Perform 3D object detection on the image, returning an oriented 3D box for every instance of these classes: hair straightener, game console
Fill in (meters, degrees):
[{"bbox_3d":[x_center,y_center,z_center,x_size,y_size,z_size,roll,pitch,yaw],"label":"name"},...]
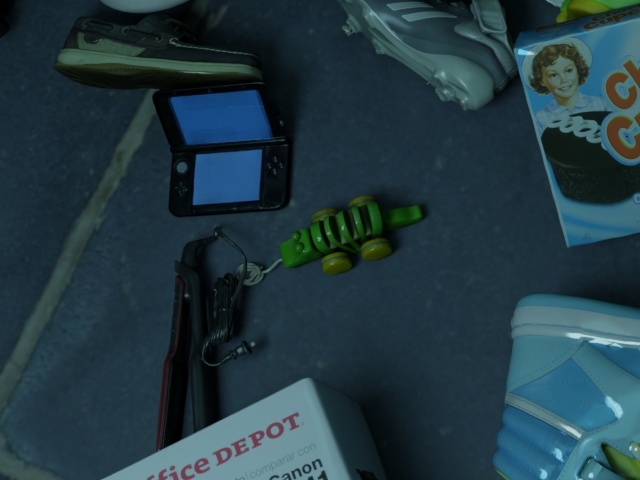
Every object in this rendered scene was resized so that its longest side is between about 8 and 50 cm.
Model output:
[{"bbox_3d":[-0.097,0.094,1.670,0.089,0.047,0.230,-3,68,19],"label":"hair straightener"},{"bbox_3d":[-0.096,-0.085,1.707,0.122,0.071,0.107,-3,71,20],"label":"game console"}]

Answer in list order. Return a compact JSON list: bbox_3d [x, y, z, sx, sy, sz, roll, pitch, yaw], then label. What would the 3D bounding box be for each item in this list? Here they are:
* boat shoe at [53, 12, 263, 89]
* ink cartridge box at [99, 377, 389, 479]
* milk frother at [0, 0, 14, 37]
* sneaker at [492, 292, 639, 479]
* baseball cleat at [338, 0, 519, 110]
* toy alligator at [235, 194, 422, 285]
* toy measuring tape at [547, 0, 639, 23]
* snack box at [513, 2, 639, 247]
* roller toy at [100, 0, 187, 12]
[{"bbox_3d":[-0.157,-0.187,1.759,0.224,0.080,0.073,5,80,26],"label":"boat shoe"},{"bbox_3d":[-0.031,0.304,1.523,0.226,0.131,0.306,-27,67,10],"label":"ink cartridge box"},{"bbox_3d":[-0.342,-0.290,1.830,0.129,0.135,0.143,37,88,26],"label":"milk frother"},{"bbox_3d":[0.283,0.168,1.451,0.319,0.127,0.208,8,76,35],"label":"sneaker"},{"bbox_3d":[0.103,-0.203,1.684,0.109,0.072,0.206,-42,68,-12],"label":"baseball cleat"},{"bbox_3d":[0.000,0.000,1.654,0.190,0.051,0.056,-19,67,14],"label":"toy alligator"},{"bbox_3d":[0.229,-0.230,1.611,0.330,0.121,0.121,32,86,26],"label":"toy measuring tape"},{"bbox_3d":[0.340,-0.118,1.507,0.322,0.060,0.187,-13,109,16],"label":"snack box"},{"bbox_3d":[-0.166,-0.322,1.756,0.209,0.146,0.191,-1,51,29],"label":"roller toy"}]
